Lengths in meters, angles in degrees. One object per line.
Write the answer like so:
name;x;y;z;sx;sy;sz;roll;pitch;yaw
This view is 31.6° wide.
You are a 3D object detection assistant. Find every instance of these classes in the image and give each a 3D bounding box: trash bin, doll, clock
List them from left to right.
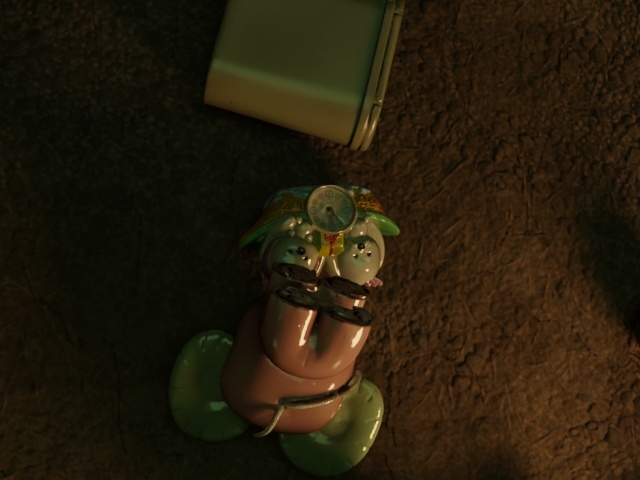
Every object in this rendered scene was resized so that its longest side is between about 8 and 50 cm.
doll;-0.044;0.173;1.459;0.284;0.216;0.268;17;105;-5
trash bin;-0.022;-0.271;1.604;0.247;0.121;0.243;16;77;-5
clock;0.000;0.000;1.561;0.231;0.103;0.144;-3;71;-12

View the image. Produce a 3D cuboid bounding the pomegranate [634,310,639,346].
pomegranate;0.514;0.134;1.608;0.122;0.161;0.122;0;105;-2
